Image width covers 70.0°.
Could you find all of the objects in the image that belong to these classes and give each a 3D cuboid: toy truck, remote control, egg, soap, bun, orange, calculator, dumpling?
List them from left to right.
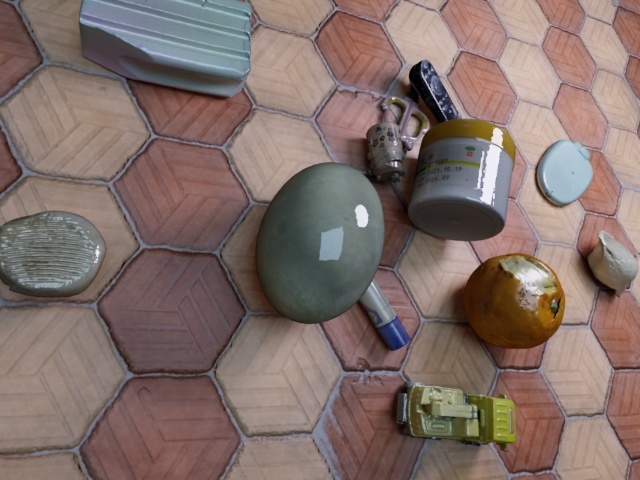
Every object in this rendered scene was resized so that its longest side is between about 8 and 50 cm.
[{"bbox_3d":[-0.477,0.029,0.806,0.173,0.113,0.166,29,58,-12],"label":"bun"},{"bbox_3d":[-0.332,-0.452,1.011,0.347,0.115,0.208,4,72,-23],"label":"soap"},{"bbox_3d":[0.000,0.000,0.942,0.259,0.258,0.351,25,69,-15],"label":"egg"},{"bbox_3d":[0.336,-0.387,1.307,0.265,0.066,0.090,52,59,-20],"label":"remote control"},{"bbox_3d":[0.312,0.391,1.021,0.273,0.157,0.124,15,69,-19],"label":"toy truck"},{"bbox_3d":[0.475,0.150,1.129,0.240,0.240,0.239,7,72,-22],"label":"orange"},{"bbox_3d":[0.803,-0.230,1.488,0.184,0.042,0.295,48,63,-4],"label":"calculator"},{"bbox_3d":[0.897,0.054,1.405,0.216,0.126,0.166,37,48,-7],"label":"dumpling"}]

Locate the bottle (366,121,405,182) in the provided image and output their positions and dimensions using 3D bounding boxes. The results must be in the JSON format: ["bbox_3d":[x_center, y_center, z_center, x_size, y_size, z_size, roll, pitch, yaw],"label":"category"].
[{"bbox_3d":[0.166,-0.217,1.173,0.099,0.099,0.152,3,72,-23],"label":"bottle"}]

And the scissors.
[{"bbox_3d":[0.260,-0.397,1.310,0.160,0.024,0.317,28,63,-12],"label":"scissors"}]

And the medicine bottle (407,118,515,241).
[{"bbox_3d":[0.354,-0.146,1.155,0.238,0.238,0.231,23,67,-16],"label":"medicine bottle"}]

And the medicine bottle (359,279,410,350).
[{"bbox_3d":[0.126,0.145,1.067,0.059,0.059,0.230,-31,88,-28],"label":"medicine bottle"}]
